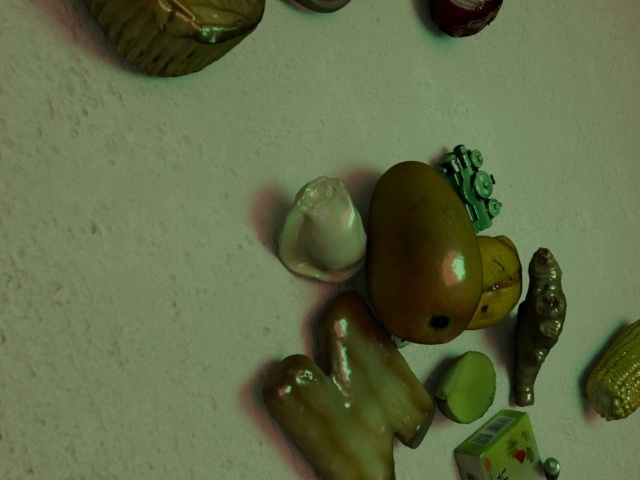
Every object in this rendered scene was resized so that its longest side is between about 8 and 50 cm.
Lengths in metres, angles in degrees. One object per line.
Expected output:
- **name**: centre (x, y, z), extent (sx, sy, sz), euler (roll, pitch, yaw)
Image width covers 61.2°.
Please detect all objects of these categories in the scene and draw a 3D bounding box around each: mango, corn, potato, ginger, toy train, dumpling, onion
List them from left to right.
- **dumpling**: centre (0.001, 0.002, 0.817), extent (0.134, 0.169, 0.100), euler (-26, 56, -10)
- **mango**: centre (0.156, 0.008, 0.866), extent (0.172, 0.211, 0.318), euler (-2, 63, -7)
- **onion**: centre (0.278, -0.505, 1.114), extent (0.198, 0.135, 0.173), euler (37, 74, 17)
- **potato**: centre (0.257, 0.268, 0.983), extent (0.197, 0.054, 0.120), euler (-25, 99, -49)
- **toy train**: centre (0.291, -0.100, 1.077), extent (0.104, 0.071, 0.178), euler (-27, 98, -34)
- **mango**: centre (0.309, 0.072, 1.028), extent (0.294, 0.120, 0.177), euler (-17, 95, -39)
- **ginger**: centre (0.432, 0.169, 1.078), extent (0.166, 0.080, 0.333), euler (-69, 157, -52)
- **corn**: centre (0.781, 0.308, 1.351), extent (0.387, 0.143, 0.144), euler (-21, 95, -35)

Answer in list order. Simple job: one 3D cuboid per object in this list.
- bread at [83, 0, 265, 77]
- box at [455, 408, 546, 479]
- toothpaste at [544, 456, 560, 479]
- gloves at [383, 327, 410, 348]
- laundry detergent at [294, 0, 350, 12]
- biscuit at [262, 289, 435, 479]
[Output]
- **bread**: centre (-0.201, -0.346, 0.689), extent (0.227, 0.142, 0.253), euler (-47, 108, -32)
- **box**: centre (0.363, 0.485, 1.037), extent (0.175, 0.062, 0.261), euler (-19, 95, -39)
- **toothpaste**: centre (0.471, 0.466, 1.099), extent (0.197, 0.029, 0.048), euler (52, 43, -55)
- **gloves**: centre (0.138, 0.155, 0.942), extent (0.064, 0.026, 0.086), euler (53, 51, -20)
- **laundry detergent**: centre (0.010, -0.461, 0.916), extent (0.237, 0.076, 0.171), euler (13, 76, -38)
- **biscuit**: centre (0.054, 0.250, 0.835), extent (0.237, 0.062, 0.291), euler (-48, 113, -34)
